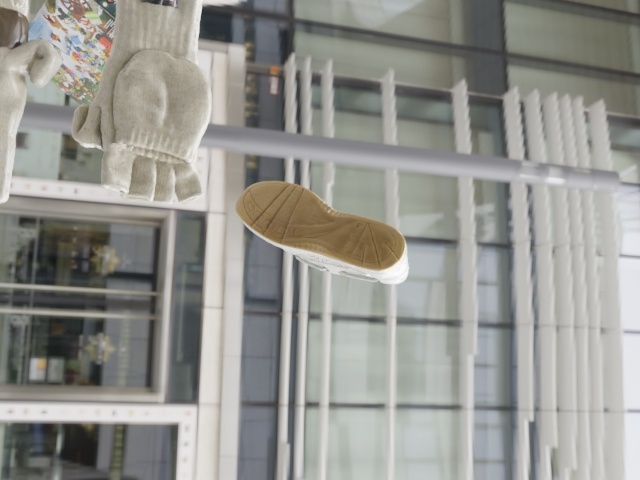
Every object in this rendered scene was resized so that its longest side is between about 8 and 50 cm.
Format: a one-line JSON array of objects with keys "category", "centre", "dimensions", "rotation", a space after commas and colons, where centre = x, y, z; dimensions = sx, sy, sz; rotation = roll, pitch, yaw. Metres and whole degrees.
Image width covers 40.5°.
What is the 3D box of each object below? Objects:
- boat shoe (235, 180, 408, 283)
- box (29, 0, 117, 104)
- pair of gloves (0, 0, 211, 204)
[{"category": "boat shoe", "centre": [0.000, 0.000, 1.240], "dimensions": [0.098, 0.277, 0.096], "rotation": [-55, 151, -19]}, {"category": "box", "centre": [-0.270, -0.234, 1.057], "dimensions": [0.233, 0.159, 0.044], "rotation": [-18, -143, 56]}, {"category": "pair of gloves", "centre": [-0.210, -0.128, 0.709], "dimensions": [0.042, 0.240, 0.204], "rotation": [154, -67, -66]}]
